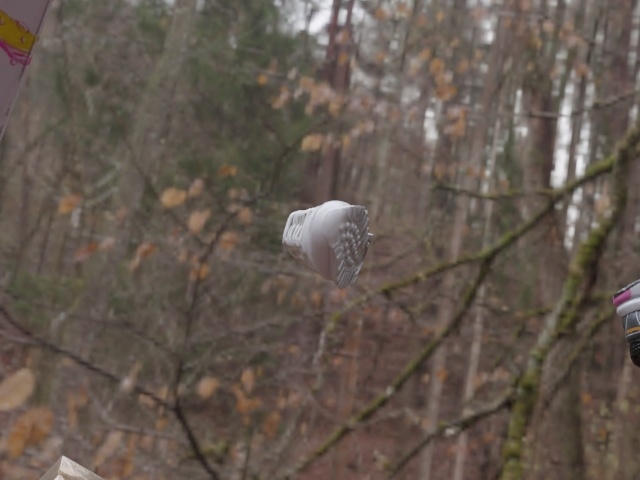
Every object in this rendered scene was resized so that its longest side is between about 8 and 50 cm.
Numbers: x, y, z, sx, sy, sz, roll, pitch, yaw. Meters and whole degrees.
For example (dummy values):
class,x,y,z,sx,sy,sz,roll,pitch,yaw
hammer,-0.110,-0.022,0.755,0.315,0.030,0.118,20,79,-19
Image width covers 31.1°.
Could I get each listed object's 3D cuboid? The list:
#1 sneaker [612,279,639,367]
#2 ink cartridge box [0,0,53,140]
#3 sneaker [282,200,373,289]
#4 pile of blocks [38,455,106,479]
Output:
class,x,y,z,sx,sy,sz,roll,pitch,yaw
sneaker,0.319,0.099,0.992,0.178,0.077,0.072,19,-31,-26
ink cartridge box,-0.286,-0.184,0.741,0.226,0.306,0.131,20,21,-20
sneaker,0.000,0.000,1.283,0.095,0.090,0.235,24,-9,8
pile of blocks,-0.224,0.339,0.802,0.113,0.362,0.149,36,-18,-21
